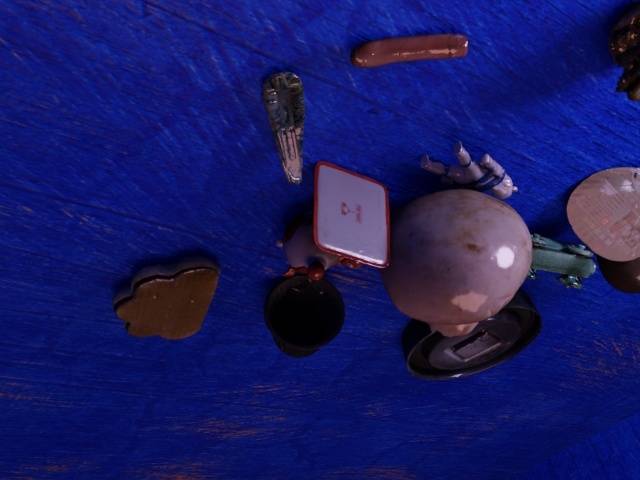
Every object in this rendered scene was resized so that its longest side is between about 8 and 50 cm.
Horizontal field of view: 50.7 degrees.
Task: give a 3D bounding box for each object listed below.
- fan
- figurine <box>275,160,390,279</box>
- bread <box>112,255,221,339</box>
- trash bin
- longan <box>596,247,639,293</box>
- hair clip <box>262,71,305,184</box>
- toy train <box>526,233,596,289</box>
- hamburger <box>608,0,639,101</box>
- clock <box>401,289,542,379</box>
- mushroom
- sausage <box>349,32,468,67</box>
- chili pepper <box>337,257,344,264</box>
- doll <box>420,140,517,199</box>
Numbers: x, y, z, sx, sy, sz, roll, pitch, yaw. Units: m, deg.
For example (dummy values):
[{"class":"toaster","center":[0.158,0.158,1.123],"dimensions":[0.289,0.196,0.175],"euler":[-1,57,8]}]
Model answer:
[{"class":"fan","center":[0.678,-0.063,1.433],"dimensions":[0.294,0.012,0.223],"euler":[-15,111,13]},{"class":"figurine","center":[0.000,0.000,1.268],"dimensions":[0.160,0.184,0.226],"euler":[18,146,-26]},{"class":"bread","center":[-0.322,0.121,1.391],"dimensions":[0.207,0.056,0.287],"euler":[2,141,-27]},{"class":"trash bin","center":[-0.045,0.182,1.502],"dimensions":[0.175,0.176,0.161],"euler":[-6,154,-13]},{"class":"longan","center":[0.722,0.028,1.556],"dimensions":[0.189,0.189,0.189],"euler":[-10,144,-7]},{"class":"hair clip","center":[-0.053,-0.182,1.099],"dimensions":[0.065,0.036,0.229],"euler":[-15,138,-8]},{"class":"toy train","center":[0.485,0.031,1.496],"dimensions":[0.248,0.159,0.101],"euler":[11,105,-23]},{"class":"hamburger","center":[0.536,-0.304,1.082],"dimensions":[0.159,0.131,0.185],"euler":[-6,151,-27]},{"class":"clock","center":[0.403,0.255,1.824],"dimensions":[0.385,0.077,0.386],"euler":[-10,145,-7]},{"class":"mushroom","center":[0.256,0.060,1.279],"dimensions":[0.297,0.298,0.290],"euler":[-17,124,2]},{"class":"sausage","center":[0.133,-0.287,1.020],"dimensions":[0.186,0.043,0.043],"euler":[-8,144,-11]},{"class":"chili pepper","center":[0.062,0.022,1.424],"dimensions":[0.178,0.027,0.045],"euler":[-17,149,4]},{"class":"doll","center":[0.296,-0.127,1.288],"dimensions":[0.227,0.057,0.114],"euler":[21,148,-37]}]
